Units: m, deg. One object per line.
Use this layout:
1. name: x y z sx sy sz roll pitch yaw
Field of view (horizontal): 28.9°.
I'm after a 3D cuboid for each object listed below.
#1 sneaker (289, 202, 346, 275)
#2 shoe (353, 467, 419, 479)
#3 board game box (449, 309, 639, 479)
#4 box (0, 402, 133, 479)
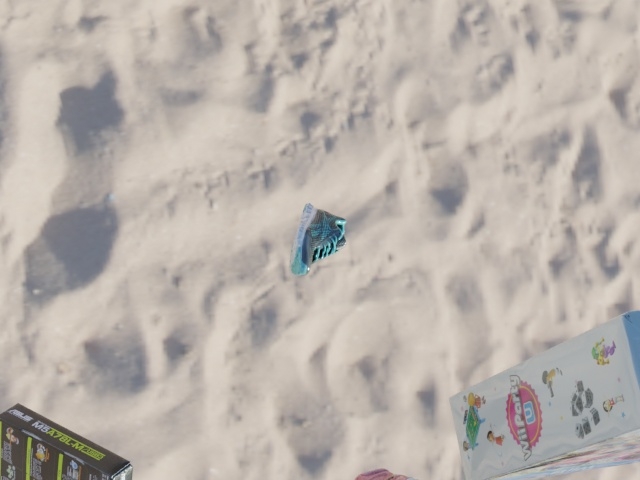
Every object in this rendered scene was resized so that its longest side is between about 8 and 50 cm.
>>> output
1. sneaker: 0.000 0.000 1.830 0.166 0.076 0.065 -73 176 -56
2. shoe: 0.061 0.382 1.729 0.178 0.081 0.063 -32 118 -34
3. board game box: 0.285 0.139 1.117 0.224 0.303 0.097 -4 73 -23
4. box: -0.318 0.318 1.524 0.045 0.184 0.191 -31 136 -51
